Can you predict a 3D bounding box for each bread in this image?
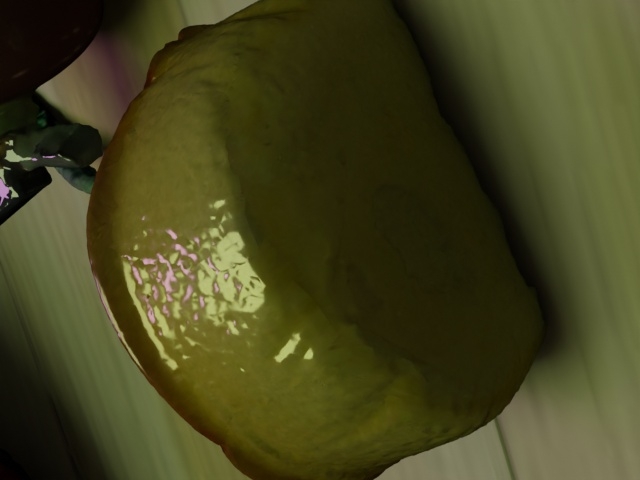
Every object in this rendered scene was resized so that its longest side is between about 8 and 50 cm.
[{"bbox_3d":[-0.007,0.000,0.553,0.086,0.125,0.156,-25,87,39],"label":"bread"}]

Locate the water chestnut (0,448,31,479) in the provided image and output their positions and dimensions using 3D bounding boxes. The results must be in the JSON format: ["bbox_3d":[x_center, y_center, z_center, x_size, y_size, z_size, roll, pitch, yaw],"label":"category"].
[{"bbox_3d":[-0.297,0.195,0.884,0.350,0.302,0.350,22,172,3],"label":"water chestnut"}]

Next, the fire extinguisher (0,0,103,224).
[{"bbox_3d":[-0.166,-0.150,0.665,0.135,0.114,0.337,-11,104,34],"label":"fire extinguisher"}]

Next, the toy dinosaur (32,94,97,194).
[{"bbox_3d":[-0.219,-0.058,0.836,0.383,0.076,0.129,33,112,29],"label":"toy dinosaur"}]
